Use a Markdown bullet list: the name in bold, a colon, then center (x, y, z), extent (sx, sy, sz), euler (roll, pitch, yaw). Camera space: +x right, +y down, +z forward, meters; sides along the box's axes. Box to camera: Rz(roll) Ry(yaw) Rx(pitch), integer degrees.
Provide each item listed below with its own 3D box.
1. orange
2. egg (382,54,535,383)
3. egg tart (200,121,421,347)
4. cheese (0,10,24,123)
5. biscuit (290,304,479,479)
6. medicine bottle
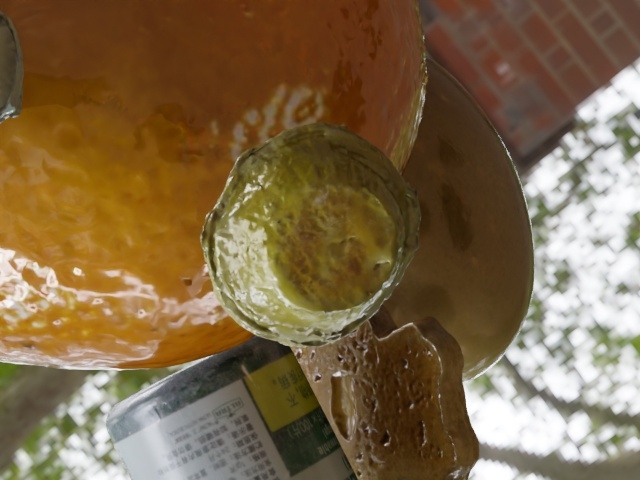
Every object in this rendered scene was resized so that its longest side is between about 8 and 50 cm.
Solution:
- **orange**: center (-0.139, -0.127, 1.086), extent (0.424, 0.326, 0.424), euler (4, -118, -8)
- **egg**: center (0.038, -0.021, 1.427), extent (0.322, 0.250, 0.250), euler (48, -156, -12)
- **egg tart**: center (0.000, 0.000, 0.782), extent (0.105, 0.105, 0.039), euler (42, 172, -21)
- **cheese**: center (-0.226, -0.029, 0.543), extent (0.127, 0.233, 0.266), euler (67, -158, -44)
- **biscuit**: center (0.026, 0.124, 1.310), extent (0.036, 0.225, 0.166), euler (-11, -92, -43)
- **medicine bottle**: center (-0.025, 0.218, 1.216), extent (0.293, 0.141, 0.141), euler (64, -155, 3)
